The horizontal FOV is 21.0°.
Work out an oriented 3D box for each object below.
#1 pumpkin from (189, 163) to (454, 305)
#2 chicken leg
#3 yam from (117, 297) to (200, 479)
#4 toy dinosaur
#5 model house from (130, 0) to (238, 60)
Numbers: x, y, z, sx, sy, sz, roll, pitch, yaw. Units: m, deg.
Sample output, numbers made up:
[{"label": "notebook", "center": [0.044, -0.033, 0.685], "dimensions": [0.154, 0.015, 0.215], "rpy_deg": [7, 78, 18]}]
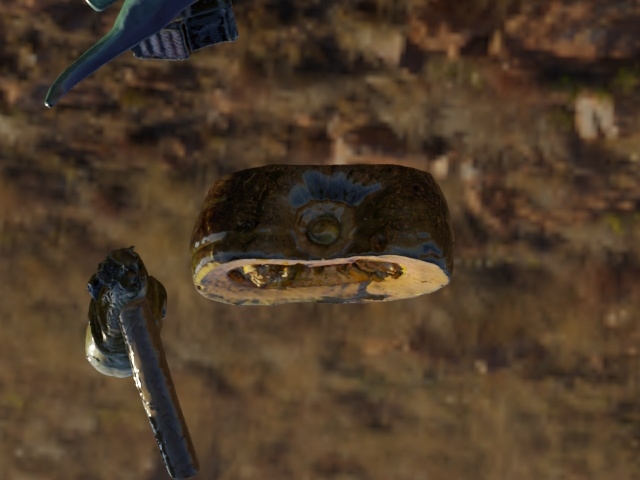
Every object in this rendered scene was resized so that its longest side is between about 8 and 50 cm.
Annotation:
[{"label": "pumpkin", "center": [0.000, 0.000, 2.082], "dimensions": [0.317, 0.139, 0.222], "rpy_deg": [-4, 163, -5]}, {"label": "chicken leg", "center": [-0.204, 0.063, 1.794], "dimensions": [0.088, 0.103, 0.228], "rpy_deg": [23, 146, 10]}, {"label": "yam", "center": [-0.126, 0.116, 1.334], "dimensions": [0.032, 0.145, 0.032], "rpy_deg": [-16, -167, 4]}, {"label": "toy dinosaur", "center": [-0.071, -0.297, 1.528], "dimensions": [0.331, 0.383, 0.129], "rpy_deg": [4, 173, 20]}, {"label": "model house", "center": [-0.189, -0.306, 2.263], "dimensions": [0.152, 0.106, 0.165], "rpy_deg": [-20, 147, -6]}]
